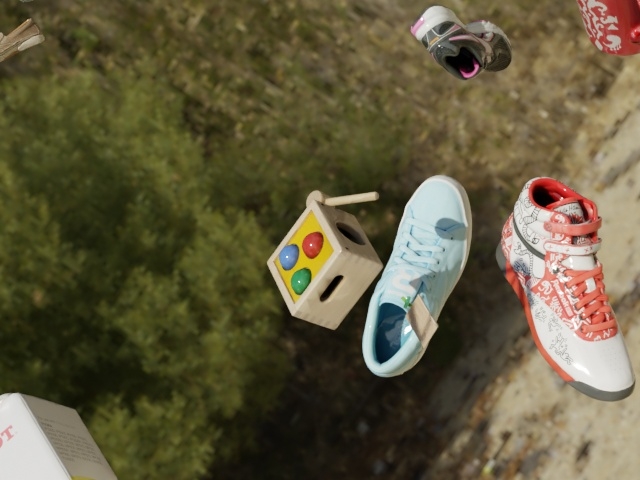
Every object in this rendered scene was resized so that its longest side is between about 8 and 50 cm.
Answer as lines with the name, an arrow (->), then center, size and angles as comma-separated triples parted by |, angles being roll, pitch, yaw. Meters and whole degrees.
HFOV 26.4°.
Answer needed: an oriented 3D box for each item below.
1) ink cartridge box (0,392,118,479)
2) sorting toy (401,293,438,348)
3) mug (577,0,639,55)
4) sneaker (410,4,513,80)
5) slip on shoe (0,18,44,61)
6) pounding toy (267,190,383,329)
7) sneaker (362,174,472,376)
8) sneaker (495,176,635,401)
ink cartridge box -> -0.366, 0.431, 1.760 | 0.279, 0.385, 0.160 | -40, -26, 7
sorting toy -> 0.138, 0.103, 1.916 | 0.012, 0.083, 0.062 | -13, -33, -26
mug -> 0.309, -0.266, 1.423 | 0.169, 0.113, 0.150 | 60, -144, -54
sneaker -> 0.183, -0.230, 1.702 | 0.178, 0.077, 0.072 | 6, -38, -46
slip on shoe -> -0.509, -0.312, 2.183 | 0.135, 0.041, 0.051 | -29, 18, -19
pounding toy -> 0.003, -0.010, 1.994 | 0.181, 0.094, 0.206 | -53, 38, 21
sneaker -> 0.166, 0.068, 2.331 | 0.150, 0.135, 0.366 | -18, -58, -76
sneaker -> 0.296, 0.048, 1.592 | 0.090, 0.270, 0.145 | -9, -41, -21
